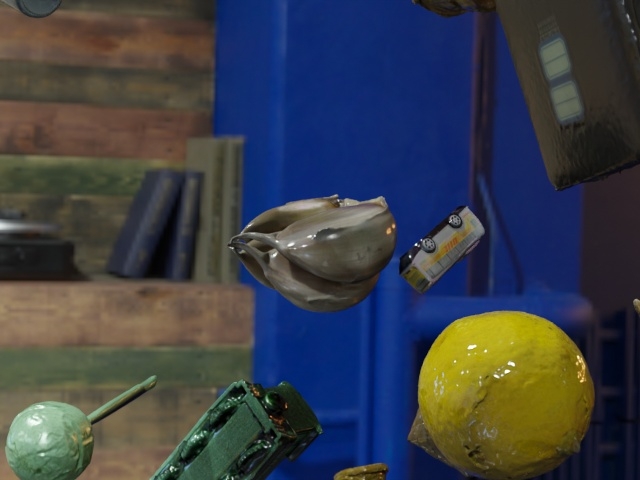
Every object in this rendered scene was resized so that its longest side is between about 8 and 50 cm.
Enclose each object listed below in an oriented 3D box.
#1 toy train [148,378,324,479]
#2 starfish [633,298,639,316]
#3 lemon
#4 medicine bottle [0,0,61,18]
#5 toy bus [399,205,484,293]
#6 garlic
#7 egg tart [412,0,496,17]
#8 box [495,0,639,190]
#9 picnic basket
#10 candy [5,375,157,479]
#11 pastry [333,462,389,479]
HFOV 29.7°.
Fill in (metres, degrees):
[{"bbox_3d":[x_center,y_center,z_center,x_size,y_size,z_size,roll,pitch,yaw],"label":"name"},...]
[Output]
[{"bbox_3d":[-0.139,0.361,1.965,0.178,0.330,0.138,-1,46,-55],"label":"toy train"},{"bbox_3d":[0.402,0.122,1.239,0.048,0.231,0.295,-18,41,-5],"label":"starfish"},{"bbox_3d":[0.241,0.204,1.598,0.228,0.228,0.253,1,0,-11],"label":"lemon"},{"bbox_3d":[-0.479,-0.408,1.876,0.083,0.083,0.203,-1,23,-43],"label":"medicine bottle"},{"bbox_3d":[0.197,0.013,1.951,0.172,0.072,0.057,-40,-6,-37],"label":"toy bus"},{"bbox_3d":[0.000,0.000,1.957,0.292,0.210,0.237,-26,56,-39],"label":"garlic"},{"bbox_3d":[0.323,-0.526,2.228,0.341,0.341,0.129,-2,48,-54],"label":"egg tart"},{"bbox_3d":[0.362,-0.255,1.659,0.091,0.350,0.359,-16,-3,-16],"label":"box"},{"bbox_3d":[0.221,0.243,1.789,0.138,0.178,0.128,30,15,21],"label":"picnic basket"},{"bbox_3d":[-0.333,0.261,1.789,0.119,0.119,0.440,2,7,13],"label":"candy"},{"bbox_3d":[0.069,0.411,2.035,0.109,0.057,0.097,-22,-17,30],"label":"pastry"}]
